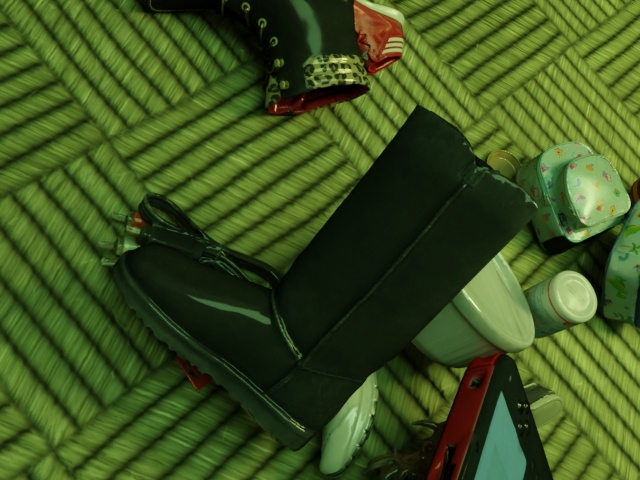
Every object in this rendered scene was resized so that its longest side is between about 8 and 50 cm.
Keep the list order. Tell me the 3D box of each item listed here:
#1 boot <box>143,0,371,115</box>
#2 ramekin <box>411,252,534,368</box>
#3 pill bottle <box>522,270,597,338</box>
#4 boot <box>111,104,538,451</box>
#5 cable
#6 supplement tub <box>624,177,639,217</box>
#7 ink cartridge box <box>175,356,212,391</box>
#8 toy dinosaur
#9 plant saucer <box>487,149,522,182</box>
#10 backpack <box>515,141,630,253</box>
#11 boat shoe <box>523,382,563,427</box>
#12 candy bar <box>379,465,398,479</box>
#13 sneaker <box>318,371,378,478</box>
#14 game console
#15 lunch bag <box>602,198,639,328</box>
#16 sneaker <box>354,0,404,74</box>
[{"bbox_3d":[-0.103,-0.360,1.185,0.377,0.138,0.284,-11,84,-10],"label":"boot"},{"bbox_3d":[0.204,0.074,1.083,0.273,0.127,0.273,38,31,-27],"label":"ramekin"},{"bbox_3d":[0.379,0.115,1.168,0.087,0.160,0.087,8,67,-18],"label":"pill bottle"},{"bbox_3d":[0.002,0.001,0.904,0.367,0.146,0.445,42,103,-5],"label":"boot"},{"bbox_3d":[-0.190,0.020,1.066,0.287,0.072,0.139,22,45,-25],"label":"cable"},{"bbox_3d":[0.681,-0.098,1.350,0.106,0.198,0.106,8,67,-19],"label":"supplement tub"},{"bbox_3d":[-0.148,0.163,1.020,0.115,0.029,0.063,-32,82,-29],"label":"ink cartridge box"},{"bbox_3d":[0.100,0.391,0.940,0.295,0.127,0.200,-31,90,-34],"label":"toy dinosaur"},{"bbox_3d":[0.355,-0.135,1.345,0.083,0.015,0.083,8,67,-19],"label":"plant saucer"},{"bbox_3d":[0.467,-0.091,1.299,0.166,0.144,0.188,-20,75,-23],"label":"backpack"},{"bbox_3d":[0.297,0.284,1.138,0.206,0.075,0.065,-12,31,-19],"label":"boat shoe"},{"bbox_3d":[0.100,0.408,1.022,0.040,0.018,0.161,14,64,-15],"label":"candy bar"},{"bbox_3d":[0.028,0.204,1.046,0.129,0.111,0.297,11,60,0],"label":"sneaker"},{"bbox_3d":[0.236,0.381,0.922,0.342,0.060,0.386,62,39,-22],"label":"game console"},{"bbox_3d":[0.595,0.040,1.280,0.090,0.176,0.219,18,54,32],"label":"lunch bag"},{"bbox_3d":[0.063,-0.389,1.298,0.221,0.087,0.128,5,66,-18],"label":"sneaker"}]
